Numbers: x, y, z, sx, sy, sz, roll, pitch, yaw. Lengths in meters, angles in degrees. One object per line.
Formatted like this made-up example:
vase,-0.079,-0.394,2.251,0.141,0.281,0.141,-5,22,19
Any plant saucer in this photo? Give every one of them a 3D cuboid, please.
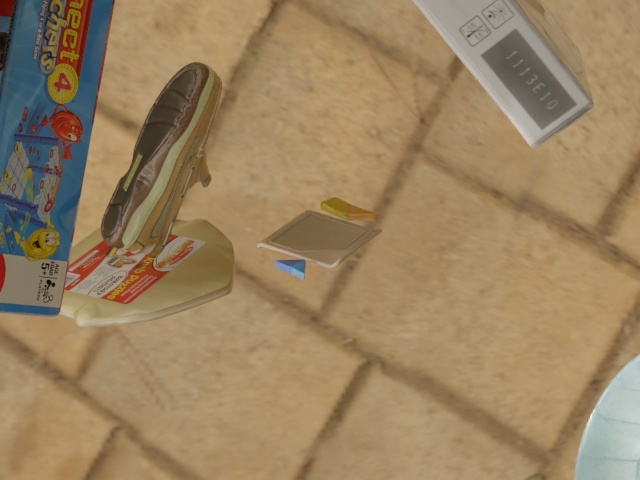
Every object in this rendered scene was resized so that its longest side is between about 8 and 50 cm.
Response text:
plant saucer,0.258,0.162,1.048,0.195,0.037,0.195,-28,53,44

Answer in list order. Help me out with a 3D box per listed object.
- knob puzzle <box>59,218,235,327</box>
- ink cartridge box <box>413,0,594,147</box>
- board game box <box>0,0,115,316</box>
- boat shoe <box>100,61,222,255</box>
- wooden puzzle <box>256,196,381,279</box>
knob puzzle,-0.163,0.037,1.440,0.213,0.213,0.030,2,120,19
ink cartridge box,0.088,-0.222,1.110,0.060,0.239,0.275,-35,108,20
board game box,-0.290,-0.120,1.094,0.308,0.086,0.302,11,91,39
boat shoe,-0.131,-0.072,1.399,0.190,0.072,0.068,-59,33,18
wooden puzzle,0.000,0.000,1.130,0.078,0.116,0.014,17,121,35
